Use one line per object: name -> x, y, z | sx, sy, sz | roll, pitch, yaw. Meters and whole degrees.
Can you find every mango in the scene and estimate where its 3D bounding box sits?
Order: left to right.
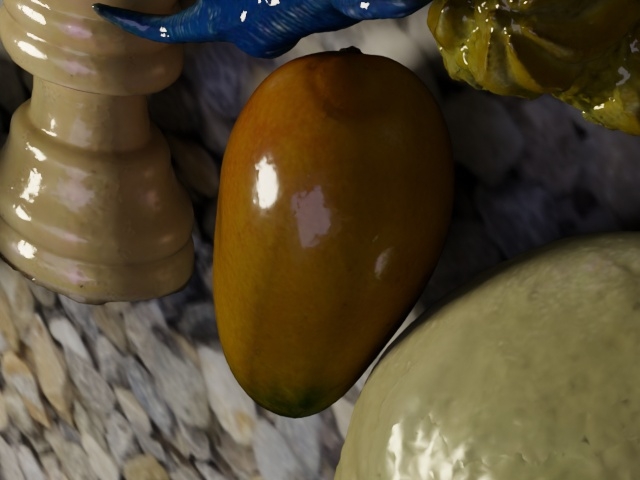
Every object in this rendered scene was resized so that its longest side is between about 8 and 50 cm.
mango -> 0.000, -0.006, 0.857 | 0.120, 0.151, 0.221 | 7, 136, -12

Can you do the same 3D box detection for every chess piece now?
chess piece -> -0.134, -0.123, 0.939 | 0.139, 0.124, 0.307 | -124, 34, -50

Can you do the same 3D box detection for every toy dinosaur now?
toy dinosaur -> -0.033, -0.114, 0.771 | 0.248, 0.188, 0.075 | -14, 114, 28

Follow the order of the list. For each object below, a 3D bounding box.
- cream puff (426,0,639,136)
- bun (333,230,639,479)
cream puff -> 0.122, -0.115, 0.682 | 0.156, 0.156, 0.121 | 46, 155, 11
bun -> 0.152, 0.185, 0.794 | 0.364, 0.202, 0.364 | 20, 127, 30
